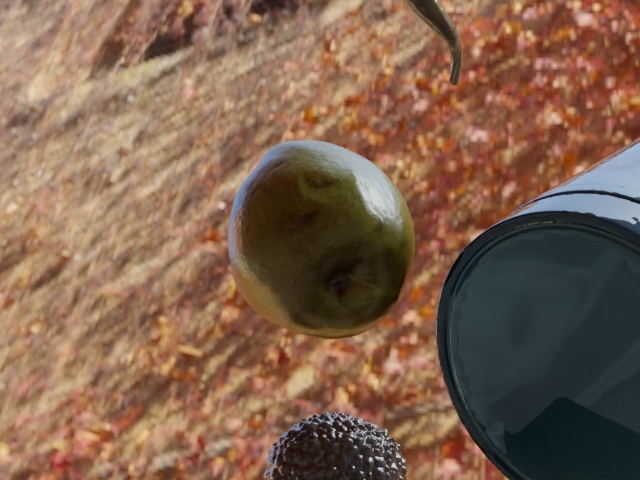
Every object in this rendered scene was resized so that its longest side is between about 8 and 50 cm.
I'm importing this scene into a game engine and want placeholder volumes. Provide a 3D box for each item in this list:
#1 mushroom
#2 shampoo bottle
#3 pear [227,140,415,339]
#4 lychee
[{"bbox_3d":[0.068,-0.243,1.023,0.068,0.043,0.306,2,-59,6],"label":"mushroom"},{"bbox_3d":[0.348,0.071,1.501,0.331,0.343,0.331,18,-60,34],"label":"shampoo bottle"},{"bbox_3d":[0.000,0.000,1.449,0.200,0.200,0.200,4,-52,5],"label":"pear"},{"bbox_3d":[0.025,0.288,1.737,0.165,0.165,0.197,-29,-57,27],"label":"lychee"}]
